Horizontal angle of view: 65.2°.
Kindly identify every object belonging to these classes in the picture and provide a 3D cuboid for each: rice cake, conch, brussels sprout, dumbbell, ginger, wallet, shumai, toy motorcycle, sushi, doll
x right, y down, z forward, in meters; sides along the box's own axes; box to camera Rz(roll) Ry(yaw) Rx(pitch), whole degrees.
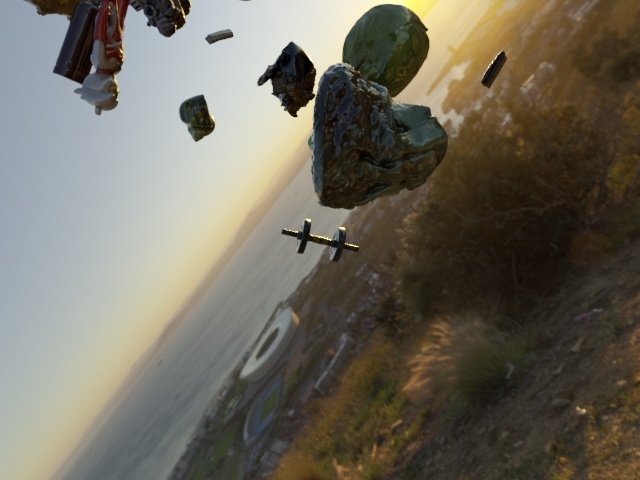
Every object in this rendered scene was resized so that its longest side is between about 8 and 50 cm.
[{"bbox_3d":[-0.477,-0.973,2.382,0.036,0.047,0.207,-26,17,35],"label":"rice cake"},{"bbox_3d":[-0.491,-0.486,2.005,0.124,0.182,0.187,-29,40,-9],"label":"conch"},{"bbox_3d":[0.242,-0.685,1.806,0.247,0.328,0.328,5,-44,-47],"label":"brussels sprout"},{"bbox_3d":[0.000,0.000,2.016,0.143,0.325,0.144,-167,90,-80],"label":"dumbbell"},{"bbox_3d":[-0.974,-0.970,1.951,0.375,0.165,0.237,-15,-59,-63],"label":"ginger"},{"bbox_3d":[0.548,-0.540,1.583,0.111,0.030,0.166,-63,-13,21],"label":"wallet"},{"bbox_3d":[0.154,-0.260,1.303,0.395,0.347,0.396,7,-90,-78],"label":"shumai"},{"bbox_3d":[-0.551,-0.763,1.544,0.134,0.207,0.401,-12,-14,27],"label":"toy motorcycle"},{"bbox_3d":[-0.104,-0.574,1.813,0.200,0.204,0.213,-50,14,-7],"label":"sushi"},{"bbox_3d":[-0.556,-0.518,1.312,0.188,0.098,0.385,179,102,-83],"label":"doll"}]

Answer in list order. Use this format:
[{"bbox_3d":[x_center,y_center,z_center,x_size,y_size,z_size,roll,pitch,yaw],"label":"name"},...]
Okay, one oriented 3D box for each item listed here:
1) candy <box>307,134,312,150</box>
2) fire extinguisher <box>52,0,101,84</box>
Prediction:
[{"bbox_3d":[0.084,-0.481,2.108,0.343,0.132,0.142,-32,25,50],"label":"candy"},{"bbox_3d":[-0.844,-0.732,1.781,0.114,0.135,0.338,17,-85,-64],"label":"fire extinguisher"}]
